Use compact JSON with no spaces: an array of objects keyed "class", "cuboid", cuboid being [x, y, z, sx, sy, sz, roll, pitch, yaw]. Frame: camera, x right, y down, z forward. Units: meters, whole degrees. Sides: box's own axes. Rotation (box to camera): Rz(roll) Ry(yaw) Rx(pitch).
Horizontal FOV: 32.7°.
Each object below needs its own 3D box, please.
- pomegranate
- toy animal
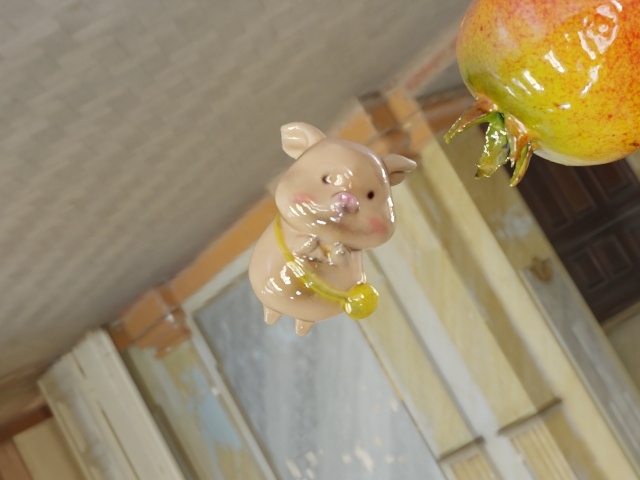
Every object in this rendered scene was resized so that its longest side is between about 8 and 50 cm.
[{"class":"pomegranate","cuboid":[0.217,-0.157,0.955,0.256,0.221,0.221,-47,170,3]},{"class":"toy animal","cuboid":[0.002,0.001,1.286,0.248,0.165,0.149,-67,-159,14]}]
